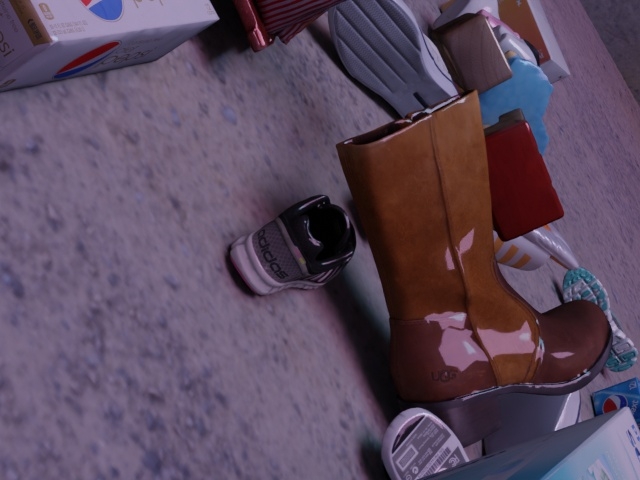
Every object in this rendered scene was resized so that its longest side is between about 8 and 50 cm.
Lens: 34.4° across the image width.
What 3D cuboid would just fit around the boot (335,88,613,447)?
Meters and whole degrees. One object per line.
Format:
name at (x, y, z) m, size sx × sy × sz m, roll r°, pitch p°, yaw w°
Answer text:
boot at (0.143, 0.008, 0.911) m, size 0.264 × 0.096 × 0.280 m, roll -19°, pitch 102°, yaw -28°

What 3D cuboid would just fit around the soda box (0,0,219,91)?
soda box at (-0.154, -0.154, 0.683) m, size 0.074 × 0.069 × 0.216 m, roll 61°, pitch 26°, yaw -4°

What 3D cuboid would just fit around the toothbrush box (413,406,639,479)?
toothbrush box at (0.078, 0.209, 0.602) m, size 0.295 × 0.216 × 0.126 m, roll -4°, pitch 70°, yaw -64°

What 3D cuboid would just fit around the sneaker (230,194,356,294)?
sneaker at (0.000, 0.000, 0.816) m, size 0.170 × 0.074 × 0.063 m, roll -14°, pitch 78°, yaw -64°

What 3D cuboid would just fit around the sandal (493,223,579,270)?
sandal at (0.181, -0.029, 1.202) m, size 0.265 × 0.076 × 0.102 m, roll 31°, pitch 20°, yaw -15°

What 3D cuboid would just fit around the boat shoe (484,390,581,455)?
boat shoe at (0.219, 0.222, 0.999) m, size 0.088 × 0.096 × 0.267 m, roll 54°, pitch 28°, yaw -28°

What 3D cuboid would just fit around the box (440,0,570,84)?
box at (0.280, -0.304, 1.569) m, size 0.091 × 0.130 × 0.170 m, roll 16°, pitch 51°, yaw -58°

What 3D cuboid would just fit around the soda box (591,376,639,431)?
soda box at (0.448, 0.276, 1.405) m, size 0.210 × 0.067 × 0.071 m, roll 44°, pitch 31°, yaw -33°

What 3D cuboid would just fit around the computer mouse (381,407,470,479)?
computer mouse at (0.108, 0.215, 0.834) m, size 0.106 × 0.042 × 0.193 m, roll -42°, pitch 102°, yaw -28°

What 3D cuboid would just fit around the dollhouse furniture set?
dollhouse furniture set at (0.067, -0.148, 0.926) m, size 0.152 × 0.201 × 0.374 m, roll -89°, pitch 154°, yaw -76°

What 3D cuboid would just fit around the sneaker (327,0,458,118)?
sneaker at (0.078, -0.215, 1.172) m, size 0.258 × 0.094 × 0.091 m, roll 47°, pitch 19°, yaw -48°

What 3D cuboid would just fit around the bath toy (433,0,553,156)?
bath toy at (0.222, -0.217, 1.369) m, size 0.129 × 0.151 × 0.348 m, roll 41°, pitch 22°, yaw -21°

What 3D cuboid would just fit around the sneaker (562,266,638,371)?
sneaker at (0.393, 0.109, 1.488) m, size 0.166 × 0.065 × 0.076 m, roll 62°, pitch 9°, yaw -10°
